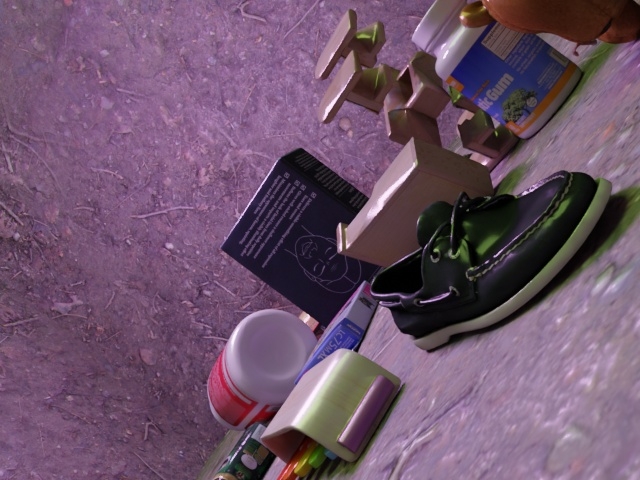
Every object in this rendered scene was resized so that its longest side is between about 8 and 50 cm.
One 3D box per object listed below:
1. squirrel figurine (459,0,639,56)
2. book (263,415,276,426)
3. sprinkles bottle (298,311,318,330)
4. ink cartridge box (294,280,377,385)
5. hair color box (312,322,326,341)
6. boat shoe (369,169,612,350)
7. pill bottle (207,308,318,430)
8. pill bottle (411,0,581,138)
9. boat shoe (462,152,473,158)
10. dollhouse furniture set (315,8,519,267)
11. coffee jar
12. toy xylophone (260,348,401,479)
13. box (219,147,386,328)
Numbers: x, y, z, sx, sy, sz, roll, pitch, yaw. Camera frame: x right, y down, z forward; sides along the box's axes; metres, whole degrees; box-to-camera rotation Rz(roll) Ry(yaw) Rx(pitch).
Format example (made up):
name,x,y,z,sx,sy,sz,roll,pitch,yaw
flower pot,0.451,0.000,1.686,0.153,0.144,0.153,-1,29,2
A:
name,x,y,z,sx,sy,sz,roll,pitch,yaw
squirrel figurine,0.298,-0.424,0.830,0.370,0.397,0.281,-42,-2,-31
book,-0.141,0.488,1.497,0.096,0.035,0.144,-50,1,41
sprinkles bottle,0.049,0.176,1.954,0.355,0.121,0.121,-54,-1,-7
ink cartridge box,0.039,0.222,1.391,0.186,0.065,0.311,-54,0,23
hair color box,0.000,0.274,1.695,0.141,0.072,0.043,-53,-1,-30
boat shoe,0.140,0.012,0.627,0.127,0.113,0.340,-52,-1,-24
pill bottle,-0.166,0.358,1.627,0.229,0.229,0.408,-52,-2,-37
pill bottle,0.299,-0.316,1.096,0.152,0.272,0.152,-53,-2,-2
boat shoe,0.341,-0.162,1.527,0.042,0.049,0.133,-21,-24,-27
dollhouse furniture set,0.161,-0.175,1.211,0.256,0.361,0.395,-52,30,43
coffee jar,-0.158,0.462,1.252,0.096,0.079,0.184,-51,0,42
toy xylophone,-0.018,0.257,0.835,0.236,0.081,0.323,-53,-1,-17
box,0.000,0.000,1.618,0.294,0.395,0.212,-53,-2,20
